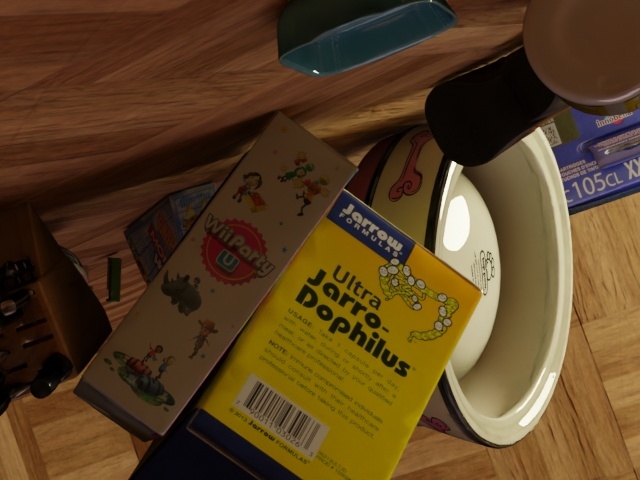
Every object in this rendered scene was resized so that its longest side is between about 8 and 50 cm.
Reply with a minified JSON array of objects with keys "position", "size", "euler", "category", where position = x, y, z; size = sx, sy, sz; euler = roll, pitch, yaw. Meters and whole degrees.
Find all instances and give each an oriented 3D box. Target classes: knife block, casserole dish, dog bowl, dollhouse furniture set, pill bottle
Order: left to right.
[{"position":[-0.262,0.102,1.602],"size":[0.088,0.242,0.276],"euler":[-20,142,5],"category":"knife block"},{"position":[-0.336,0.051,2.310],"size":[0.151,0.058,0.076],"euler":[1,180,-11],"category":"dollhouse furniture set"},{"position":[0.030,-0.152,1.216],"size":[0.114,0.037,0.188],"euler":[-20,175,12],"category":"casserole dish"},{"position":[0.157,0.040,2.103],"size":[0.150,0.408,0.408],"euler":[-1,-174,30],"category":"dog bowl"},{"position":[0.235,-0.163,1.463],"size":[0.119,0.119,0.208],"euler":[-20,176,11],"category":"pill bottle"}]

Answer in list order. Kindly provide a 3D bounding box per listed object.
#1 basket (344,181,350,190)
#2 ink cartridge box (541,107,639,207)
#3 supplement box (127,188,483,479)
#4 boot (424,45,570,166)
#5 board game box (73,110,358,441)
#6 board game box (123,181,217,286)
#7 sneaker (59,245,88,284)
[{"position":[-0.041,0.002,2.207],"size":[0.204,0.154,0.227],"euler":[-8,175,-29],"category":"basket"},{"position":[0.435,-0.146,2.507],"size":[0.270,0.151,0.395],"euler":[-20,174,11],"category":"ink cartridge box"},{"position":[-0.017,0.155,1.764],"size":[0.194,0.195,0.356],"euler":[-48,-172,48],"category":"supplement box"},{"position":[0.266,-0.184,1.813],"size":[0.280,0.096,0.264],"euler":[-26,172,-30],"category":"boot"},{"position":[-0.106,0.041,1.682],"size":[0.303,0.097,0.224],"euler":[-55,-176,-12],"category":"board game box"},{"position":[-0.145,0.026,2.000],"size":[0.060,0.194,0.194],"euler":[-19,162,-23],"category":"board game box"},{"position":[-0.388,0.080,1.845],"size":[0.299,0.121,0.112],"euler":[-11,-155,-9],"category":"sneaker"}]
